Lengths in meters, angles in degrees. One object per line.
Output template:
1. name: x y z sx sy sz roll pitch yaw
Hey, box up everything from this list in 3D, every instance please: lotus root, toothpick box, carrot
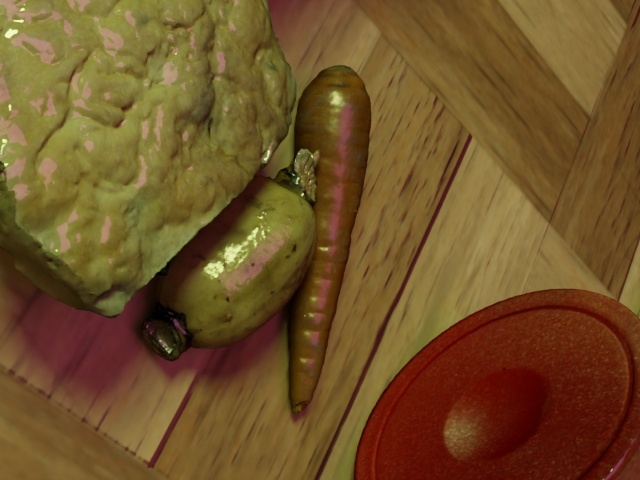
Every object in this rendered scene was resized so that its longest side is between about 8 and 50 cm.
1. lotus root: -0.040 0.007 0.584 0.072 0.063 0.152 43 67 -18
2. toothpick box: 0.195 0.216 0.679 0.333 0.204 0.204 52 56 -26
3. carrot: 0.000 0.000 0.637 0.048 0.048 0.216 9 86 -40

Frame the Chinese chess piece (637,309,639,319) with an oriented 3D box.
1. Chinese chess piece: 0.378 0.137 0.913 0.273 0.102 0.273 5 83 -41

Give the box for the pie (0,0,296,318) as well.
1. pie: -0.089 -0.082 0.490 0.218 0.052 0.185 -50 131 -39
